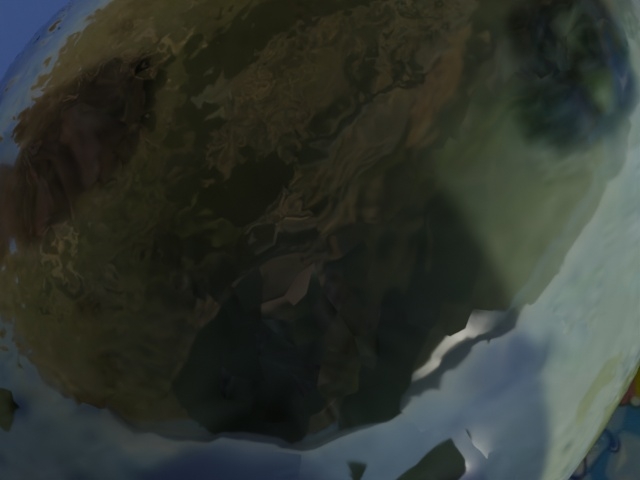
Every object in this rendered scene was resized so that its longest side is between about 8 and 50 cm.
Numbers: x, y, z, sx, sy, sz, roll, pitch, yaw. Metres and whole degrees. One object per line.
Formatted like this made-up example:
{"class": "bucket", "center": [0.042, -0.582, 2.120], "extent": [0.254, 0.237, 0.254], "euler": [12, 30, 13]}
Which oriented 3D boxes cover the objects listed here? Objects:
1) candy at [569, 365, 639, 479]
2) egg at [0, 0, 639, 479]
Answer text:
{"class": "candy", "center": [0.159, 0.111, 0.905], "extent": [0.195, 0.062, 0.097], "euler": [-7, -100, 26]}
{"class": "egg", "center": [0.000, 0.000, 0.742], "extent": [0.428, 0.345, 0.345], "euler": [-45, -125, 10]}
